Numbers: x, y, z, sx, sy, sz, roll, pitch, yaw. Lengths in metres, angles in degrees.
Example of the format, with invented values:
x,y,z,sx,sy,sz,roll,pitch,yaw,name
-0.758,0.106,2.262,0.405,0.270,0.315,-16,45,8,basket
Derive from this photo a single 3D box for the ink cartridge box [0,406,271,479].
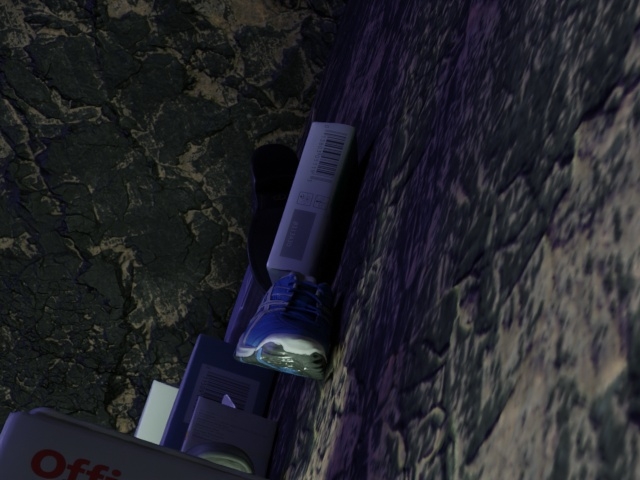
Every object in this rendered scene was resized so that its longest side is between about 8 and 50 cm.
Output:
x,y,z,sx,sy,sz,roll,pitch,yaw,name
-0.120,0.253,0.542,0.114,0.197,0.273,116,172,-54,ink cartridge box

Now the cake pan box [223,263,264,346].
x,y,z,sx,sy,sz,roll,pitch,yaw,name
-0.100,0.091,1.702,0.246,0.070,0.267,-90,19,-68,cake pan box

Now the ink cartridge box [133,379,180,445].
x,y,z,sx,sy,sz,roll,pitch,yaw,name
-0.305,0.470,1.977,0.279,0.160,0.385,133,156,-78,ink cartridge box

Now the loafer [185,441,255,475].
x,y,z,sx,sy,sz,roll,pitch,yaw,name
-0.133,0.318,0.955,0.111,0.112,0.319,-109,37,-68,loafer

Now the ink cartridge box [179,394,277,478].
x,y,z,sx,sy,sz,roll,pitch,yaw,name
-0.105,0.238,1.053,0.143,0.090,0.092,-76,7,-51,ink cartridge box

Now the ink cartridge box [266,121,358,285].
x,y,z,sx,sy,sz,roll,pitch,yaw,name
0.000,0.000,1.152,0.225,0.056,0.181,76,-152,-63,ink cartridge box

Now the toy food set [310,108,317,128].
x,y,z,sx,sy,sz,roll,pitch,yaw,name
-0.005,-0.088,1.540,0.132,0.038,0.192,107,170,-78,toy food set

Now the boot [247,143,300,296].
x,y,z,sx,sy,sz,roll,pitch,yaw,name
-0.055,0.021,1.414,0.229,0.091,0.263,94,174,-52,boot

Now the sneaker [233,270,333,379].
x,y,z,sx,sy,sz,roll,pitch,yaw,name
-0.028,0.071,0.897,0.211,0.080,0.081,-157,83,-84,sneaker

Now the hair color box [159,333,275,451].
x,y,z,sx,sy,sz,roll,pitch,yaw,name
-0.171,0.317,1.358,0.185,0.113,0.374,-76,7,-46,hair color box
